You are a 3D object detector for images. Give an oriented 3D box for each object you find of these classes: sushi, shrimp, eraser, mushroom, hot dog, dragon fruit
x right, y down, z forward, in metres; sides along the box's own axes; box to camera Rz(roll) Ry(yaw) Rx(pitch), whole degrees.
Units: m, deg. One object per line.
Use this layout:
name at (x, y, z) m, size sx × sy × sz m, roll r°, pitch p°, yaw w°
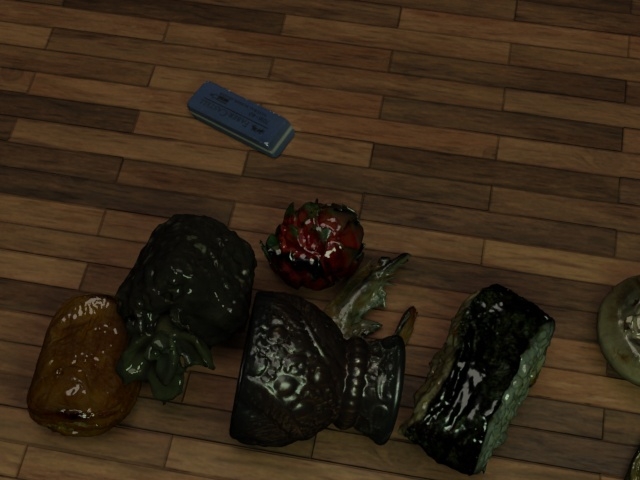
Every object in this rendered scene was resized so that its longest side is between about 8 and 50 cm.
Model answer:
sushi at (0.272, 0.235, 1.918) m, size 0.171 × 0.211 × 0.350 m, roll 23°, pitch 57°, yaw 19°
shrimp at (0.106, 0.136, 2.066) m, size 0.253 × 0.058 × 0.173 m, roll -42°, pitch 75°, yaw -17°
eraser at (-0.165, -0.252, 2.306) m, size 0.225 × 0.036 × 0.082 m, roll 28°, pitch 63°, yaw 17°
mushroom at (0.603, 0.154, 1.968) m, size 0.227 × 0.178 × 0.226 m, roll -6°, pitch 54°, yaw 8°
hot dog at (-0.419, 0.223, 1.990) m, size 0.196 × 0.122 × 0.272 m, roll 2°, pitch 50°, yaw 1°
dragon fruit at (-0.006, 0.007, 2.078) m, size 0.188 × 0.182 × 0.182 m, roll -47°, pitch 67°, yaw -2°

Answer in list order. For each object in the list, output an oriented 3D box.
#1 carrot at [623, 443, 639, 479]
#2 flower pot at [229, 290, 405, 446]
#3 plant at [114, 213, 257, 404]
carrot at (0.530, 0.432, 1.872) m, size 0.070 × 0.070 × 0.342 m, roll 28°, pitch 65°, yaw 16°
flower pot at (-0.004, 0.235, 1.902) m, size 0.267 × 0.266 × 0.266 m, roll 11°, pitch 60°, yaw -3°
plant at (-0.249, 0.120, 1.961) m, size 0.213 × 0.215 × 0.312 m, roll 42°, pitch 44°, yaw -19°
